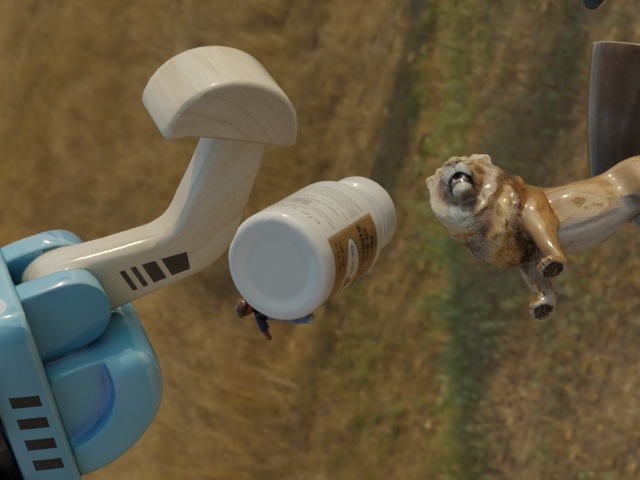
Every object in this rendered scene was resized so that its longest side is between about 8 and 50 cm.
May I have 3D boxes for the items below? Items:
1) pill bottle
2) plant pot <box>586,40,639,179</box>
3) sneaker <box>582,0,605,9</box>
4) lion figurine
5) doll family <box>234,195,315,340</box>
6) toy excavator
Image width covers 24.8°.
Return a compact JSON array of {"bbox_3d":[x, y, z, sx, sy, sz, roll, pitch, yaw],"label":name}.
[{"bbox_3d":[0.000,0.000,1.742,0.229,0.131,0.131,-32,-26,-58],"label":"pill bottle"},{"bbox_3d":[0.489,-0.164,2.198,0.215,0.215,0.230,-162,85,-73],"label":"plant pot"},{"bbox_3d":[0.274,-0.266,1.421,0.035,0.031,0.083,-18,-49,-61],"label":"sneaker"},{"bbox_3d":[0.345,-0.037,1.883,0.240,0.392,0.142,-104,9,-47],"label":"lion figurine"},{"bbox_3d":[-0.053,0.038,1.949,0.076,0.111,0.193,-7,82,61],"label":"doll family"},{"bbox_3d":[-0.223,0.058,1.397,0.222,0.445,0.432,-127,22,-49],"label":"toy excavator"}]
